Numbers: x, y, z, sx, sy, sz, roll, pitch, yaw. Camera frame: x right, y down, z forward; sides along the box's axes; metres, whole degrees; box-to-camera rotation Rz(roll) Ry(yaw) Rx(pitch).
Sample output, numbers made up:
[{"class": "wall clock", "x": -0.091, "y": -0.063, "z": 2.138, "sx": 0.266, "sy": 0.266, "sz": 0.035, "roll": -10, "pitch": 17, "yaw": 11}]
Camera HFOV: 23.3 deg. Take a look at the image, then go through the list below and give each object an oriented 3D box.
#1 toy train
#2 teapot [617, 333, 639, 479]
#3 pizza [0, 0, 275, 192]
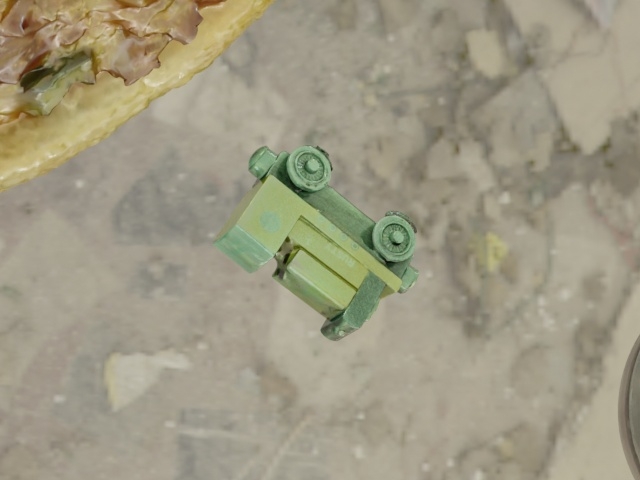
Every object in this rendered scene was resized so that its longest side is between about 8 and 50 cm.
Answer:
[{"class": "toy train", "x": 0.000, "y": 0.000, "z": 0.891, "sx": 0.122, "sy": 0.050, "sz": 0.081, "roll": 39, "pitch": 58, "yaw": -10}, {"class": "teapot", "x": 0.325, "y": 0.148, "z": 1.025, "sx": 0.312, "sy": 0.233, "sz": 0.314, "roll": 66, "pitch": 33, "yaw": -80}, {"class": "pizza", "x": -0.108, "y": -0.093, "z": 0.548, "sx": 0.292, "sy": 0.058, "sz": 0.197, "roll": -28, "pitch": 148, "yaw": -7}]
